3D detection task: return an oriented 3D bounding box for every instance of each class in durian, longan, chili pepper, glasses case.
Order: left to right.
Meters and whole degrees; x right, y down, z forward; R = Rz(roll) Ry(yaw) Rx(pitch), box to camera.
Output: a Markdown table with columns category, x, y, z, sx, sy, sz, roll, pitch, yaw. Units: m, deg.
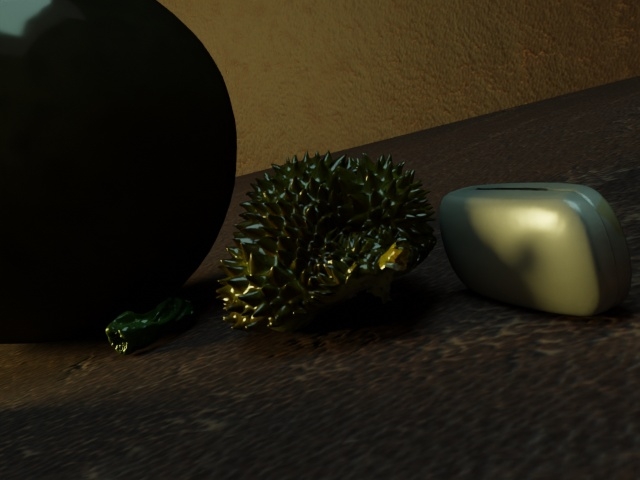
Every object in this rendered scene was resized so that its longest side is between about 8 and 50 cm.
| category | x | y | z | sx | sy | sz | roll | pitch | yaw |
| --- | --- | --- | --- | --- | --- | --- | --- | --- | --- |
| longan | -0.241 | -0.070 | 0.801 | 0.360 | 0.361 | 0.361 | -15 | 8 | 2 |
| chili pepper | -0.119 | 0.058 | 0.680 | 0.034 | 0.030 | 0.091 | -40 | -8 | 30 |
| durian | 0.000 | 0.000 | 0.568 | 0.146 | 0.102 | 0.208 | -32 | 13 | -13 |
| glasses case | 0.108 | 0.002 | 0.502 | 0.041 | 0.063 | 0.164 | -17 | 7 | -15 |
